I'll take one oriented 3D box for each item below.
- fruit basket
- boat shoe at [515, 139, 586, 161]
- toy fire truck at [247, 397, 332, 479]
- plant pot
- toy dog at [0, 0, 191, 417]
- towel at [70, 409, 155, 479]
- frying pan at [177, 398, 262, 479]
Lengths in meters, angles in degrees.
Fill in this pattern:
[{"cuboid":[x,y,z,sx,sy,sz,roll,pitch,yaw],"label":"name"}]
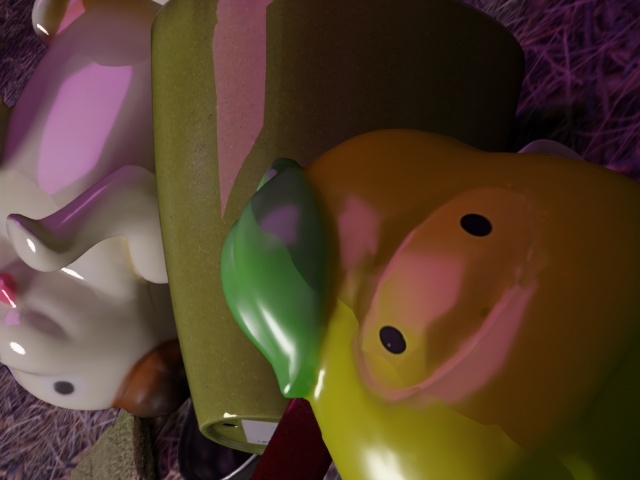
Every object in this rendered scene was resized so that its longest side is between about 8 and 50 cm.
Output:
[{"cuboid":[0.144,0.083,0.761,0.392,0.392,0.283,-58,21,-2],"label":"fruit basket"},{"cuboid":[0.099,0.071,1.235,0.091,0.109,0.305,-32,27,50],"label":"boat shoe"},{"cuboid":[-0.055,0.226,1.216,0.254,0.169,0.302,-60,-6,-41],"label":"toy fire truck"},{"cuboid":[0.000,0.000,1.389,0.275,0.274,0.294,-23,57,56],"label":"plant pot"},{"cuboid":[-0.179,-0.051,1.725,0.395,0.284,0.408,2,-69,-66],"label":"toy dog"},{"cuboid":[-0.187,0.214,1.765,0.110,0.027,0.148,-51,21,14],"label":"towel"},{"cuboid":[-0.023,0.062,1.583,0.197,0.053,0.326,-24,37,53],"label":"frying pan"}]
